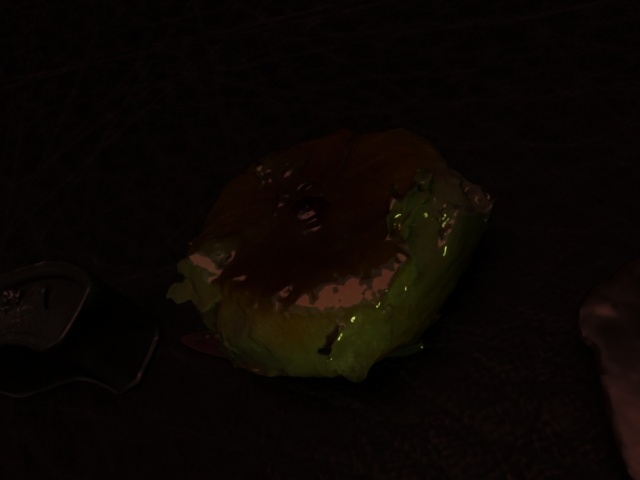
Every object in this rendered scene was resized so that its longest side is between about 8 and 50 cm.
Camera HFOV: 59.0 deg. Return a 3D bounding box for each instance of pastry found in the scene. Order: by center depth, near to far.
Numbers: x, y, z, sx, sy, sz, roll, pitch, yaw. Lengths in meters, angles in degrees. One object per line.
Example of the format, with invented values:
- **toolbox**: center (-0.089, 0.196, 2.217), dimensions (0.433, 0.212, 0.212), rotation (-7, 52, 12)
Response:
- **pastry**: center (0.002, -0.005, 0.481), dimensions (0.235, 0.121, 0.257), rotation (25, 65, 43)

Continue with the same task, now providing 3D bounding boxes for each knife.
- **knife**: center (-0.027, 0.094, 0.507), dimensions (0.247, 0.018, 0.035), rotation (-5, 58, 25)

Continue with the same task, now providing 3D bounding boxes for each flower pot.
- **flower pot**: center (-0.287, 0.091, 0.567), dimensions (0.229, 0.108, 0.103), rotation (-7, 56, 21)

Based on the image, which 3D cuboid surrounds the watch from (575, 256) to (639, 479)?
- **watch**: center (0.290, 0.027, 0.206), dimensions (0.335, 0.327, 0.314), rotation (-13, 53, 17)
